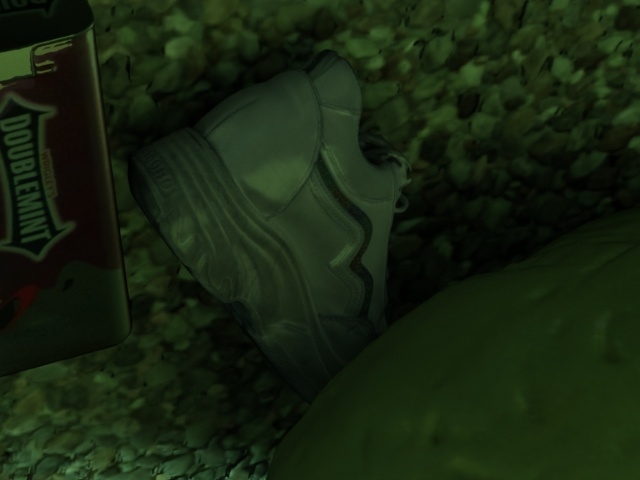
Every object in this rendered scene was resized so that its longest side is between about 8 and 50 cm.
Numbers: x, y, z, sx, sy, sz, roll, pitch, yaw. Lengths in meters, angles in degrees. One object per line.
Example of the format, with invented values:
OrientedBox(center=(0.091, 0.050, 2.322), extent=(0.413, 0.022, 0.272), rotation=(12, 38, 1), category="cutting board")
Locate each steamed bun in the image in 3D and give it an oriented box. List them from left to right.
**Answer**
OrientedBox(center=(0.178, 0.193, 1.050), extent=(0.456, 0.290, 0.371), rotation=(-32, 143, -34), category="steamed bun")

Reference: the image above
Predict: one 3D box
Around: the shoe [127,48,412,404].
OrientedBox(center=(0.000, 0.000, 0.991), extent=(0.137, 0.095, 0.245), rotation=(-36, 134, 1), category="shoe")

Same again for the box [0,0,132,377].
OrientedBox(center=(-0.165, -0.026, 0.897), extent=(0.120, 0.069, 0.224), rotation=(-16, 136, -13), category="box")
